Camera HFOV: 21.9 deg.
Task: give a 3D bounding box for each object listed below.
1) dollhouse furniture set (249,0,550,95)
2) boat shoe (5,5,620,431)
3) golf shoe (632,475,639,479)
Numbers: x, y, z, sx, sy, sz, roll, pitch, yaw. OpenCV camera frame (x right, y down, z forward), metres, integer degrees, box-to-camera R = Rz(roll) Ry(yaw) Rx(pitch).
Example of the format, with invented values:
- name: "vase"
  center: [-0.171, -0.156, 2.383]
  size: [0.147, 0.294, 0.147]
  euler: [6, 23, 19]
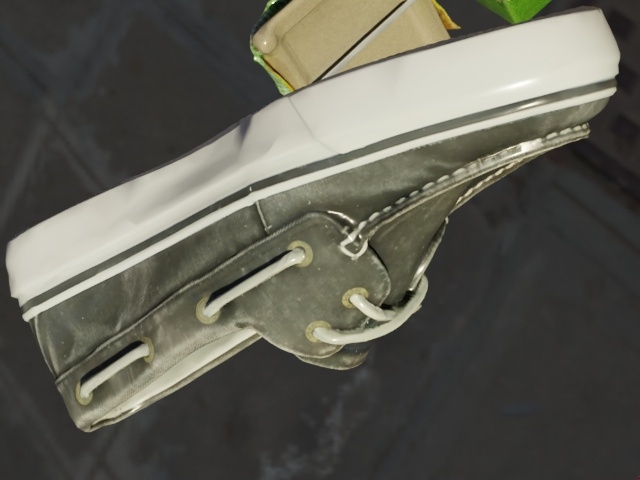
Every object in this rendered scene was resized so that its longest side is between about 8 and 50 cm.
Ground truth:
- name: "dollhouse furniture set"
  center: [0.053, -0.234, 1.417]
  size: [0.301, 0.197, 0.151]
  euler: [-42, 50, -5]
- name: "boat shoe"
  center: [0.000, 0.000, 0.755]
  size: [0.335, 0.121, 0.119]
  euler: [-24, 84, 35]
- name: "golf shoe"
  center: [0.342, 0.133, 1.040]
  size: [0.306, 0.140, 0.115]
  euler: [-18, 102, 21]
